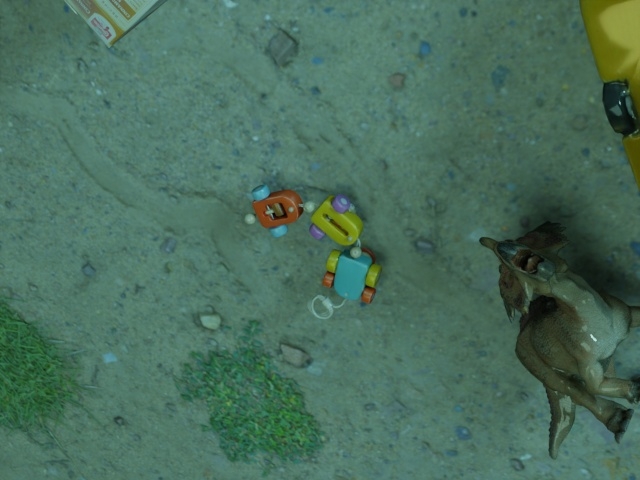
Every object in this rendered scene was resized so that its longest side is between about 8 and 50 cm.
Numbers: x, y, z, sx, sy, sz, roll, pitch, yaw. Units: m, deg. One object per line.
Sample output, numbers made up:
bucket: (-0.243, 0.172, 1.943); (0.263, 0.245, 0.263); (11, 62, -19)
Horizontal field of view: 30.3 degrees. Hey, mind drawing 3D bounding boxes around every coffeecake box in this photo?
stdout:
coffeecake box: (-0.129, -0.275, 1.073); (0.185, 0.142, 0.068); (-33, 105, 37)

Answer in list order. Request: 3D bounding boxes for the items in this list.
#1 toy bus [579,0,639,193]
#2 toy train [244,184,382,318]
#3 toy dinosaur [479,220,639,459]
toy bus: (0.324, -0.091, 1.010); (0.108, 0.130, 0.333); (-12, 117, 29)
toy train: (0.000, 0.000, 1.276); (0.125, 0.046, 0.166); (-16, 112, 33)
toy dinosaur: (0.241, 0.090, 1.188); (0.200, 0.127, 0.296); (26, 142, 15)
